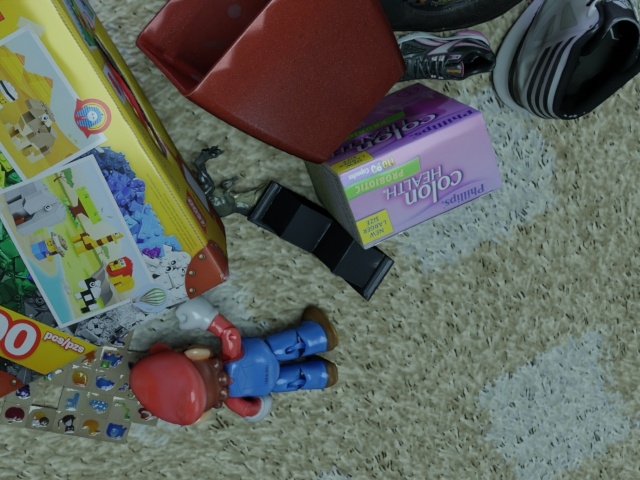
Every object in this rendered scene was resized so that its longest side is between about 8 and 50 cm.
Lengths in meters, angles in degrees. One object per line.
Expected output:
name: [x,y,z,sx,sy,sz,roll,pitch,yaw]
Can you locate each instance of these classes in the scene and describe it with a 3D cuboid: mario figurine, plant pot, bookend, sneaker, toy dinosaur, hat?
mario figurine: [-0.142,0.182,1.561,0.321,0.170,0.198,-8,74,-27]
plant pot: [-0.046,-0.260,1.354,0.267,0.267,0.236,-48,124,4]
bookend: [0.000,0.000,1.482,0.156,0.157,0.072,27,99,-40]
sneaker: [0.425,-0.371,1.443,0.169,0.257,0.447,17,103,-21]
toy dinosaur: [-0.194,-0.079,1.472,0.268,0.064,0.118,-5,116,-11]
hat: [0.175,-0.418,1.387,0.331,0.331,0.134,-7,71,-14]
sneaker: [0.179,-0.267,1.496,0.178,0.077,0.072,-16,129,-10]

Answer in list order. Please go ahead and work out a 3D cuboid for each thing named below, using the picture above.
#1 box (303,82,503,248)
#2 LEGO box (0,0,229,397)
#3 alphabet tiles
box: [0.104,-0.116,1.445,0.214,0.243,0.117,-24,114,-7]
LEGO box: [-0.400,-0.098,1.299,0.373,0.193,0.500,-28,114,5]
alphabet tiles: [-0.350,0.213,1.553,0.237,0.009,0.198,14,104,-21]
